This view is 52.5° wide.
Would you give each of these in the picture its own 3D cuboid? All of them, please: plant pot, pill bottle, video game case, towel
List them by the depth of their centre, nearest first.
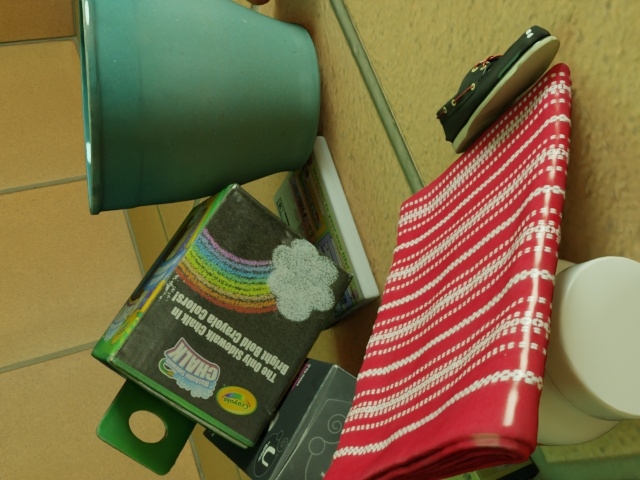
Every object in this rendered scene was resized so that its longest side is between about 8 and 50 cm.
[{"bbox_3d":[0.083,0.030,0.426,0.199,0.031,0.274,-47,18,53],"label":"towel"},{"bbox_3d":[0.137,0.082,0.456,0.216,0.121,0.121,-41,65,65],"label":"pill bottle"},{"bbox_3d":[-0.147,-0.170,0.771,0.272,0.256,0.271,177,90,-69],"label":"plant pot"},{"bbox_3d":[0.000,0.000,0.853,0.193,0.023,0.212,133,121,-64],"label":"video game case"}]

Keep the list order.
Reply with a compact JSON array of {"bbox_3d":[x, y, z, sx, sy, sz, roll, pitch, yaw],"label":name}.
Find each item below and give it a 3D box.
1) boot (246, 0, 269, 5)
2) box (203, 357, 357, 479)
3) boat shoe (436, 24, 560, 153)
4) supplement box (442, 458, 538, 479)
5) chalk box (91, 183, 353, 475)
[{"bbox_3d":[-0.054,-0.318,0.758,0.084,0.059,0.158,65,154,13],"label":"boot"},{"bbox_3d":[-0.009,0.232,0.768,0.165,0.143,0.270,35,163,-16],"label":"box"},{"bbox_3d":[0.123,-0.112,0.472,0.042,0.049,0.133,62,159,12],"label":"boat shoe"},{"bbox_3d":[0.141,0.204,0.599,0.083,0.056,0.083,59,152,36],"label":"supplement box"},{"bbox_3d":[-0.133,0.112,0.736,0.180,0.288,0.179,38,161,-16],"label":"chalk box"}]
